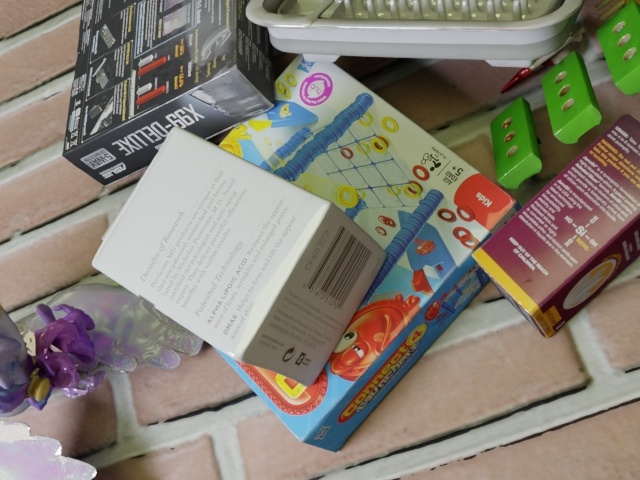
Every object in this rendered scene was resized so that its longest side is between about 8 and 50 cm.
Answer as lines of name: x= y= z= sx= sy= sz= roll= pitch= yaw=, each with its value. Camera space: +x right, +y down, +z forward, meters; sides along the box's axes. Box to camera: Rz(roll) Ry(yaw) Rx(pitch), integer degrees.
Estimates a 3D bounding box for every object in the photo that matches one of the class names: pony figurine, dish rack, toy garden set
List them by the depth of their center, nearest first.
toy garden set: x=0.268 y=-0.173 z=0.853 sx=0.244 sy=0.049 sz=0.204 roll=-42 pitch=24 yaw=31
pony figurine: x=-0.331 y=0.137 z=0.916 sx=0.351 sy=0.363 sz=0.303 roll=17 pitch=71 yaw=11
dish rack: x=0.120 y=-0.261 z=0.929 sx=0.333 sy=0.072 sz=0.285 roll=7 pitch=42 yaw=25

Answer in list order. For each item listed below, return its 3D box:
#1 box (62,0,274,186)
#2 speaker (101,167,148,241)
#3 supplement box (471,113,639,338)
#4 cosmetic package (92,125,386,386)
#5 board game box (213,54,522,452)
box: x=-0.175 y=-0.243 z=1.046 sx=0.242 sy=0.076 sz=0.307 roll=-21 pitch=53 yaw=24
speaker: x=-0.197 y=-0.044 z=1.050 sx=0.055 sy=0.055 sz=0.136 roll=30 pitch=85 yaw=29
supplement box: x=0.242 y=-0.010 z=0.820 sx=0.188 sy=0.104 sz=0.081 roll=-43 pitch=62 yaw=4
cosmetic package: x=-0.070 y=0.017 z=0.819 sx=0.184 sy=0.151 sz=0.151 roll=27 pitch=85 yaw=29
board game box: x=0.000 y=0.000 z=0.931 sx=0.302 sy=0.086 sz=0.308 roll=-49 pitch=61 yaw=1
